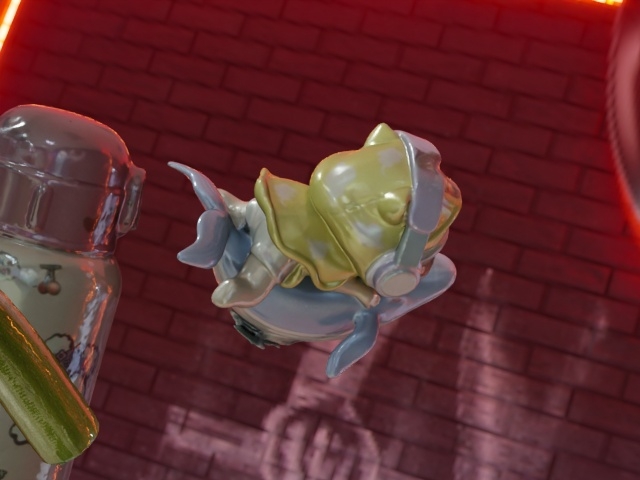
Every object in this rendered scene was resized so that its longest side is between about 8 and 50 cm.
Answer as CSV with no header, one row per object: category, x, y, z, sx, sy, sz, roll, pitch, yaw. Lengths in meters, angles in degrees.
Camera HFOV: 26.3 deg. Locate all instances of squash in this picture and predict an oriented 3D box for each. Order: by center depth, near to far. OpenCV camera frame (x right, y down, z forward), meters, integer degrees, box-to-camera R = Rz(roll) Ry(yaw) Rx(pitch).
squash,-0.112,0.043,0.496,0.027,0.027,0.083,6,-46,45

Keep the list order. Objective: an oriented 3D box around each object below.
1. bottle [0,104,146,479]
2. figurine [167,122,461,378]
bottle,-0.168,0.042,0.753,0.110,0.233,0.110,17,6,-2
figurine,0.000,0.000,0.912,0.208,0.128,0.184,16,-52,-26
